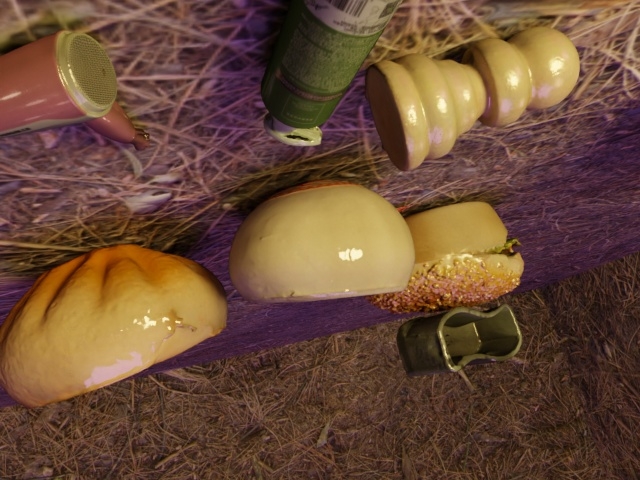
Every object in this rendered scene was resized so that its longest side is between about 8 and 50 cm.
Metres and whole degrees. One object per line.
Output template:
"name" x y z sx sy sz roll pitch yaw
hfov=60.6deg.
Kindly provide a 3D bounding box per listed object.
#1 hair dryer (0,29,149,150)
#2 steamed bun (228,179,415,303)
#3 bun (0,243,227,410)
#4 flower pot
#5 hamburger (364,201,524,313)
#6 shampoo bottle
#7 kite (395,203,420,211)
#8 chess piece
"hair dryer" -0.172 -0.088 0.398 0.106 0.054 0.154 -14 170 16
"steamed bun" 0.000 0.000 0.682 0.231 0.145 0.232 -4 176 0
"bun" -0.274 0.090 0.724 0.298 0.165 0.299 -21 -179 1
"flower pot" 0.250 0.175 0.980 0.229 0.103 0.108 1 164 -40
"hamburger" 0.214 0.046 0.998 0.301 0.171 0.302 -13 166 -3
"shampoo bottle" 0.001 -0.127 0.375 0.065 0.065 0.204 -8 164 -21
"kite" 0.045 -0.024 0.904 0.125 0.008 0.222 0 160 -43
"chess piece" 0.131 -0.131 0.459 0.170 0.094 0.094 -22 166 -3
